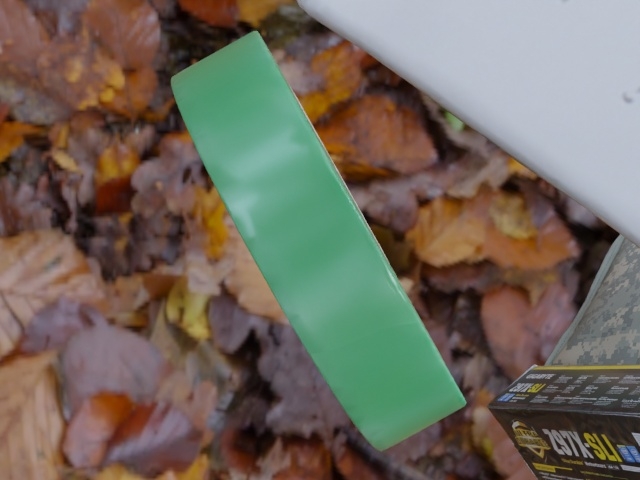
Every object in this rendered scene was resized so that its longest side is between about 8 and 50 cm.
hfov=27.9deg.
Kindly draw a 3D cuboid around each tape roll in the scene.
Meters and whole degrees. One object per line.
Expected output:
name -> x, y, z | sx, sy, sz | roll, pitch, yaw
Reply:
tape roll -> 0.000, 0.000, 0.968 | 0.077, 0.321, 0.321 | -29, 66, 2

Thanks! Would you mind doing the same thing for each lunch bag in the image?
lunch bag -> 0.419, 0.071, 1.400 | 0.169, 0.235, 0.287 | 44, 62, -20

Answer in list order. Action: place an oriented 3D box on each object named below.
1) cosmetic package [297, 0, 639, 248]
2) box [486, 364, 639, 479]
cosmetic package -> 0.238, -0.161, 0.457 | 0.393, 0.327, 0.329 | 32, 31, -24
box -> 0.309, 0.230, 1.136 | 0.079, 0.322, 0.257 | -35, 95, -18
